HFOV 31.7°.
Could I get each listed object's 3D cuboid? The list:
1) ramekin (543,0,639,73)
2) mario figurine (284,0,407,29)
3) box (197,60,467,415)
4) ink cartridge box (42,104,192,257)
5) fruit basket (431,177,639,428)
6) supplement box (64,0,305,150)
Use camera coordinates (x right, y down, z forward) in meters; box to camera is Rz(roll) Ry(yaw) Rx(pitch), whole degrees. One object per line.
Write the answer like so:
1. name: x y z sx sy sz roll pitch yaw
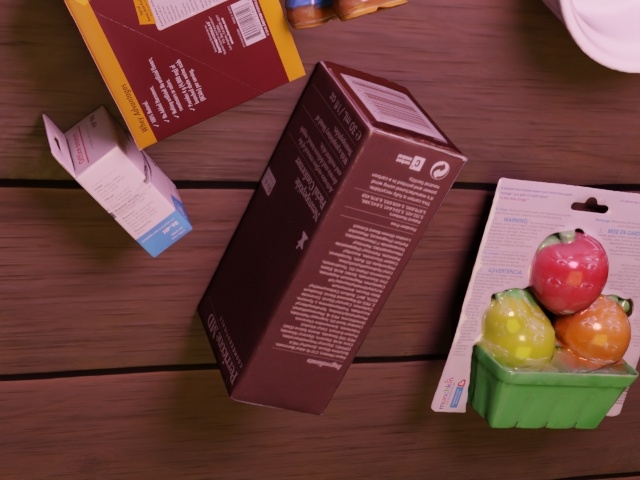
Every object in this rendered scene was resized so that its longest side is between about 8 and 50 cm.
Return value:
1. ramekin: 0.370 -0.346 1.291 0.277 0.135 0.277 -11 126 -15
2. mario figurine: 0.013 -0.382 1.107 0.198 0.170 0.320 -10 105 8
3. box: 0.000 0.000 1.351 0.143 0.191 0.381 13 116 -28
4. ink cartridge box: -0.227 -0.077 1.262 0.060 0.104 0.180 -35 128 5
5. fruit basket: 0.335 0.088 1.591 0.327 0.165 0.353 4 105 -24
6. supplement box: -0.148 -0.234 1.169 0.194 0.129 0.191 -25 128 -4
